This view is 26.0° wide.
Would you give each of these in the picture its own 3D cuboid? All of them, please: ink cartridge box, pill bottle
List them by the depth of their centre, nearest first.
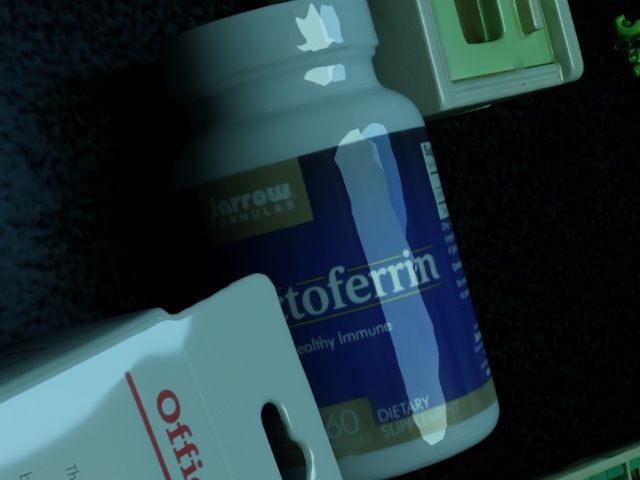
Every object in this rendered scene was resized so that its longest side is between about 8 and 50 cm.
[{"bbox_3d":[-0.139,0.164,0.623,0.353,0.119,0.207,-26,99,-48],"label":"ink cartridge box"},{"bbox_3d":[0.000,0.000,0.804,0.153,0.153,0.265,-17,93,-50],"label":"pill bottle"}]

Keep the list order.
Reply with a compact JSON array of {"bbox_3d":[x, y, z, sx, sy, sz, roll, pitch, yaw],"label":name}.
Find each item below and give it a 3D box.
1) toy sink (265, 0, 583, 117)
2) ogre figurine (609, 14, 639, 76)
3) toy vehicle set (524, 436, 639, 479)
[{"bbox_3d":[0.087,-0.164,0.965,0.234,0.131,0.153,-16,93,-50],"label":"toy sink"},{"bbox_3d":[0.367,-0.178,1.303,0.197,0.118,0.097,40,52,-34],"label":"ogre figurine"},{"bbox_3d":[0.217,0.255,1.075,0.267,0.035,0.166,-7,85,-50],"label":"toy vehicle set"}]
